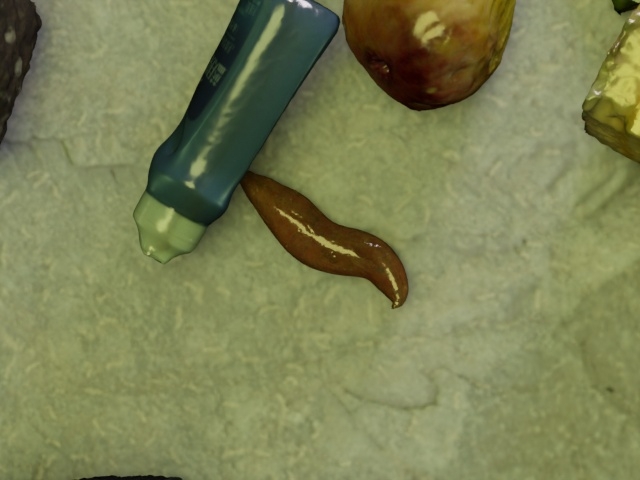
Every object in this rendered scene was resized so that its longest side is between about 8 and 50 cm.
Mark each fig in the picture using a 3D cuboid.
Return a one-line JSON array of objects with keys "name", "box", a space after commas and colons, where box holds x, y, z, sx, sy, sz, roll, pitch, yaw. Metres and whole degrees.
[{"name": "fig", "box": [0.131, -0.247, 1.748, 0.159, 0.159, 0.257, 32, 76, 10]}]

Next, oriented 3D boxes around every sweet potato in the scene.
[{"name": "sweet potato", "box": [0.001, -0.001, 1.801, 0.202, 0.058, 0.055, 32, 52, 6]}]

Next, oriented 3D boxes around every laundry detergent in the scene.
[{"name": "laundry detergent", "box": [-0.094, -0.115, 1.774, 0.094, 0.143, 0.289, 30, 95, -22]}]

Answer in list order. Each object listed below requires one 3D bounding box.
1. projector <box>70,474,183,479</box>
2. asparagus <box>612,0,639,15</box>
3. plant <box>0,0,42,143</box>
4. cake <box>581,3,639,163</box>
[{"name": "projector", "box": [-0.300, 0.436, 1.759, 0.395, 0.242, 0.405, -8, 86, 13]}, {"name": "asparagus", "box": [0.266, -0.300, 1.759, 0.045, 0.041, 0.178, -30, 81, 54]}, {"name": "plant", "box": [-0.386, -0.233, 1.797, 0.215, 0.213, 0.312, 12, 93, 13]}, {"name": "cake", "box": [0.403, -0.127, 1.634, 0.286, 0.227, 0.222, 31, 94, 10]}]
